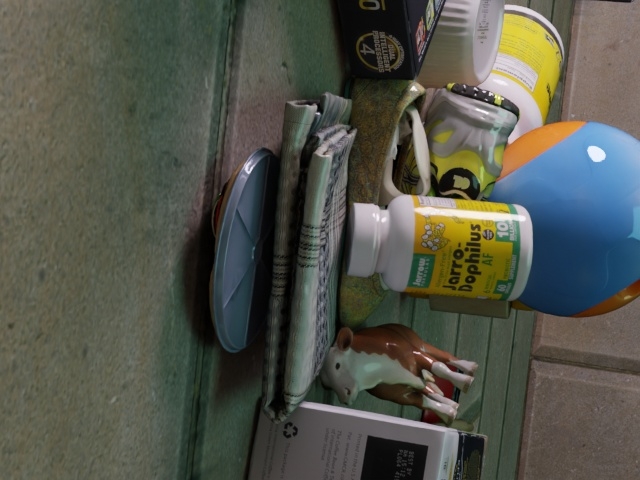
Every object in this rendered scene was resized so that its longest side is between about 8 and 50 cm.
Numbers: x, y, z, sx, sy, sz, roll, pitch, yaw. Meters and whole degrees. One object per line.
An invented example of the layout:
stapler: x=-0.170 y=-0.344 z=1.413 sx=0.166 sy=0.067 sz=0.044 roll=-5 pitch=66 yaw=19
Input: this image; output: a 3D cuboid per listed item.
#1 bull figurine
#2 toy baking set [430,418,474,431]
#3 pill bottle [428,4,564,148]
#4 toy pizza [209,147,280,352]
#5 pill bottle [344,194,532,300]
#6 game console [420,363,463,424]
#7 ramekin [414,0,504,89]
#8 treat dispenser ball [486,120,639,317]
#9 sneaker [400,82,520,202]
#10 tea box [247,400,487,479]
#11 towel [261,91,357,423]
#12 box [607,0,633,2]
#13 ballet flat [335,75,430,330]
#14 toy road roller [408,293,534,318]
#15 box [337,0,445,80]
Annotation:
bull figurine: x=0.104 y=0.171 z=1.509 sx=0.101 sy=0.188 sz=0.310 roll=-66 pitch=171 yaw=8
toy baking set: x=0.223 y=0.421 z=2.134 sx=0.256 sy=0.030 sz=0.197 roll=6 pitch=108 yaw=-56
pill bottle: x=0.287 y=-0.233 z=1.883 sx=0.334 sy=0.187 sz=0.188 roll=-63 pitch=154 yaw=-45
toy pizza: x=-0.075 y=0.008 z=1.105 sx=0.201 sy=0.032 sz=0.201 roll=9 pitch=90 yaw=-76
pill bottle: x=0.137 y=0.007 z=1.352 sx=0.117 sy=0.208 sz=0.118 roll=-175 pitch=-90 yaw=-85
game console: x=0.222 y=0.298 z=2.190 sx=0.124 sy=0.085 sz=0.144 roll=156 pitch=-54 yaw=-74
ramekin: x=0.197 y=-0.319 z=1.673 sx=0.207 sy=0.109 sz=0.207 roll=11 pitch=90 yaw=-68
treat dispenser ball: x=0.370 y=-0.030 z=1.654 sx=0.288 sy=0.288 sz=0.288 roll=8 pitch=90 yaw=-72
sneaker: x=0.161 y=-0.084 z=1.572 sx=0.385 sy=0.145 sz=0.147 roll=99 pitch=11 yaw=-74
tea box: x=0.050 y=0.369 z=1.341 sx=0.323 sy=0.219 sz=0.329 roll=35 pitch=64 yaw=-69
towel: x=0.000 y=0.000 z=1.231 sx=0.312 sy=0.056 sz=0.324 roll=-40 pitch=135 yaw=-77
box: x=0.421 y=-0.588 z=1.977 sx=0.183 sy=0.296 sz=0.294 roll=-54 pitch=147 yaw=-56
ballet flat: x=0.082 y=-0.042 z=1.445 sx=0.123 sy=0.123 sz=0.349 roll=-35 pitch=130 yaw=-67
toy road roller: x=0.275 y=-0.022 z=1.912 sx=0.329 sy=0.202 sz=0.241 roll=-40 pitch=134 yaw=-71
box: x=0.106 y=-0.440 z=1.388 sx=0.318 sy=0.097 sz=0.395 roll=75 pitch=28 yaw=-44
